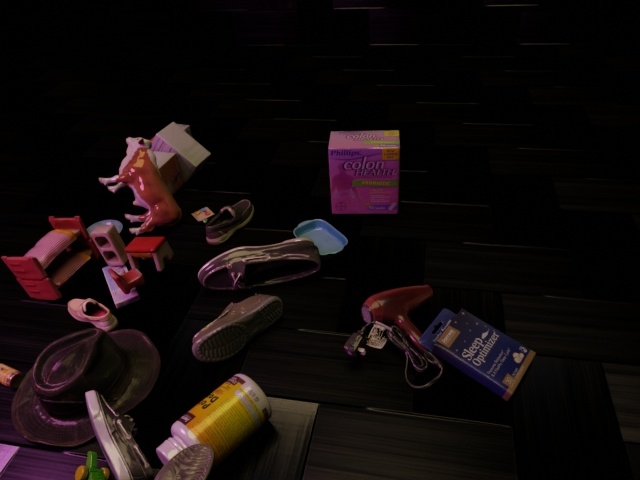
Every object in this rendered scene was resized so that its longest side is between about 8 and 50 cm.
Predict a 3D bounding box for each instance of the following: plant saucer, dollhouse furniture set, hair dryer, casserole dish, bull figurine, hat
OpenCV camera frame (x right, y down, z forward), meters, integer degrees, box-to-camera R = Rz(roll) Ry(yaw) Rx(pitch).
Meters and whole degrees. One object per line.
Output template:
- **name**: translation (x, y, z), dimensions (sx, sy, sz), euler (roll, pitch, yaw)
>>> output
- **plant saucer**: translation (-0.691, -0.024, 1.690), dimensions (0.120, 0.021, 0.119), euler (-3, 37, 2)
- **dollhouse furniture set**: translation (-0.628, 0.044, 1.445), dimensions (0.375, 0.152, 0.201), euler (-1, 37, 20)
- **hair dryer**: translation (0.199, 0.211, 1.268), dimensions (0.224, 0.080, 0.293), euler (24, 49, 9)
- **casserole dish**: translation (0.000, 0.000, 1.571), dimensions (0.114, 0.036, 0.188), euler (-25, 43, -25)
- **bull figurine**: translation (-0.567, -0.172, 1.670), dimensions (0.189, 0.310, 0.101), euler (-29, 7, -7)
- **hat**: translation (-0.540, 0.283, 1.185), dimensions (0.332, 0.133, 0.331), euler (-4, 37, 3)

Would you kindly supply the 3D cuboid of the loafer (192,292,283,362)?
- **loafer**: translation (-0.208, 0.208, 1.293), dimensions (0.251, 0.094, 0.087), euler (-27, 31, -33)

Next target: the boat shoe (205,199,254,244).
- **boat shoe**: translation (-0.283, -0.073, 1.666), dimensions (0.080, 0.073, 0.223), euler (15, 42, 24)

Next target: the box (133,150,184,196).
- **box**: translation (-0.567, -0.213, 1.833), dimensions (0.091, 0.130, 0.170), euler (8, 40, 17)

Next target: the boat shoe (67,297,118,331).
- **boat shoe**: translation (-0.600, 0.181, 1.382), dimensions (0.170, 0.059, 0.063), euler (16, 42, 25)

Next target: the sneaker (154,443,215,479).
- **sneaker**: translation (-0.250, 0.470, 0.912), dimensions (0.083, 0.118, 0.222), euler (15, 47, 21)

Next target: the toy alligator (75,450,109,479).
- **toy alligator**: translation (-0.423, 0.482, 0.983), dimensions (0.051, 0.056, 0.189), euler (-51, 44, 10)

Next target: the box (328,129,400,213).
- **box**: translation (0.140, -0.212, 1.662), dimensions (0.214, 0.242, 0.117), euler (1, 38, 6)

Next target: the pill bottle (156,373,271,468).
- **pill bottle**: translation (-0.209, 0.371, 1.044), dimensions (0.117, 0.117, 0.215), euler (27, 47, 35)

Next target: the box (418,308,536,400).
- **box**: translation (0.349, 0.240, 1.186), dimensions (0.225, 0.036, 0.136), euler (31, 49, 23)

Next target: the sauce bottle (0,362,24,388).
- **sauce bottle**: translation (-0.757, 0.311, 1.245), dimensions (0.128, 0.042, 0.042), euler (11, 40, 22)

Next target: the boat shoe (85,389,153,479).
- **boat shoe**: translation (-0.405, 0.390, 1.058), dimensions (0.070, 0.077, 0.219), euler (-21, 62, -33)

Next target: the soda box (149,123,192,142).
- **soda box**: translation (-0.605, -0.347, 2.040), dimensions (0.091, 0.098, 0.286), euler (9, 40, 18)

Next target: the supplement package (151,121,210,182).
- **supplement package**: translation (-0.512, -0.320, 1.919), dimensions (0.179, 0.105, 0.105), euler (41, 45, -7)

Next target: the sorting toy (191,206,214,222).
- **sorting toy**: translation (-0.381, -0.083, 1.740), dimensions (0.062, 0.012, 0.083), euler (-26, 42, -26)

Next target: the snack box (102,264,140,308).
- **snack box**: translation (-0.563, 0.120, 1.487), dimensions (0.064, 0.022, 0.178), euler (-23, 41, -19)

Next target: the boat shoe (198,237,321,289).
- **boat shoe**: translation (-0.160, 0.075, 1.427), dimensions (0.336, 0.112, 0.095), euler (-15, 42, -11)
